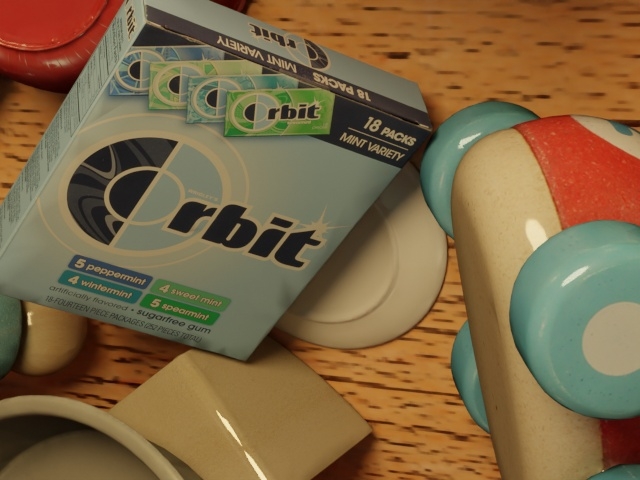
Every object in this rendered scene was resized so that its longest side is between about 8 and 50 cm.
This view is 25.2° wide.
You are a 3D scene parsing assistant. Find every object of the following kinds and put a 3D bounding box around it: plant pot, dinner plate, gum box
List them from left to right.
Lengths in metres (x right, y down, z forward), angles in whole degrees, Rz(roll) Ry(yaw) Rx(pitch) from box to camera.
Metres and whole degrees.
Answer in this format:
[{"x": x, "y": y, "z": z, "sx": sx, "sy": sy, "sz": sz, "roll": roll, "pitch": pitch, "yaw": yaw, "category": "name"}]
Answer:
[{"x": -0.061, "y": -0.027, "z": 0.714, "sx": 0.157, "sy": 0.041, "sz": 0.184, "roll": 18, "pitch": 129, "yaw": -28, "category": "gum box"}, {"x": -0.056, "y": 0.110, "z": 0.813, "sx": 0.109, "sy": 0.109, "sz": 0.096, "roll": -37, "pitch": 84, "yaw": 32, "category": "plant pot"}, {"x": 0.000, "y": 0.000, "z": 0.784, "sx": 0.141, "sy": 0.017, "sz": 0.141, "roll": 10, "pitch": 117, "yaw": 20, "category": "dinner plate"}]

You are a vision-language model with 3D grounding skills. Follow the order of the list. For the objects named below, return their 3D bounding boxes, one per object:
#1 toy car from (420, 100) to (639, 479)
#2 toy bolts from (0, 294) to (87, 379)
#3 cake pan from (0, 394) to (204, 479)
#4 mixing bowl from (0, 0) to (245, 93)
[{"x": 0.187, "y": 0.031, "z": 0.645, "sx": 0.238, "sy": 0.219, "sz": 0.210, "roll": -13, "pitch": 111, "yaw": -4, "category": "toy car"}, {"x": -0.251, "y": 0.062, "z": 0.881, "sx": 0.228, "sy": 0.158, "sz": 0.218, "roll": -41, "pitch": 54, "yaw": 42, "category": "toy bolts"}, {"x": -0.136, "y": 0.229, "z": 0.770, "sx": 0.293, "sy": 0.054, "sz": 0.293, "roll": -3, "pitch": 85, "yaw": 35, "category": "cake pan"}, {"x": -0.128, "y": -0.145, "z": 0.697, "sx": 0.181, "sy": 0.098, "sz": 0.181, "roll": 4, "pitch": 112, "yaw": 9, "category": "mixing bowl"}]
